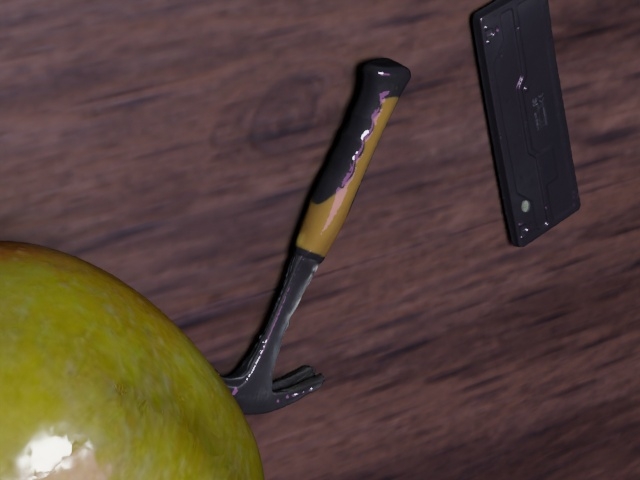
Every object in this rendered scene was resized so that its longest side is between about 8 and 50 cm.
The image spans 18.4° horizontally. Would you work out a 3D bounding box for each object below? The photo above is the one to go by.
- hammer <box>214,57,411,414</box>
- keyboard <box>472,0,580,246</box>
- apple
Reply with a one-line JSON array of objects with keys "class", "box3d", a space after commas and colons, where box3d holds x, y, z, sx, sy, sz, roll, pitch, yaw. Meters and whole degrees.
[{"class": "hammer", "box3d": [0.000, 0.000, 1.022, 0.078, 0.021, 0.201, 16, 102, -42]}, {"class": "keyboard", "box3d": [0.114, -0.069, 1.086, 0.053, 0.010, 0.155, -31, 128, -24]}, {"class": "apple", "box3d": [-0.140, 0.130, 0.860, 0.261, 0.194, 0.261, -12, 114, -29]}]
